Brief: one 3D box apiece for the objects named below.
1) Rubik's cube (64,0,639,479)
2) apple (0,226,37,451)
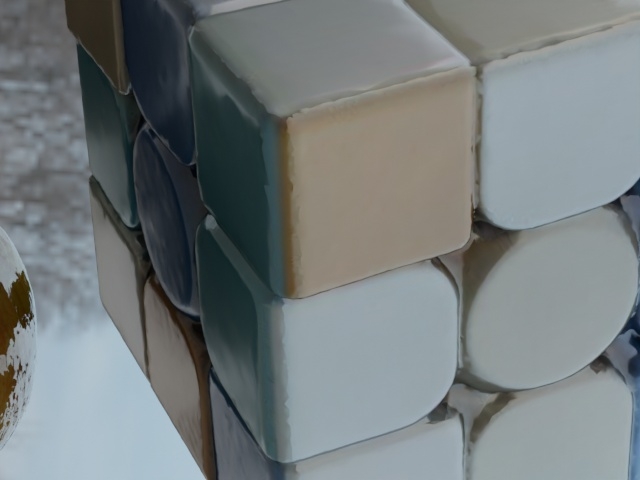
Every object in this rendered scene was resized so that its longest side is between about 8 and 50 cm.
[{"bbox_3d":[0.062,-0.049,1.182,0.346,0.347,0.344,-128,-152,-50],"label":"Rubik's cube"},{"bbox_3d":[-0.290,0.064,1.291,0.211,0.211,0.188,-108,-155,-55],"label":"apple"}]
